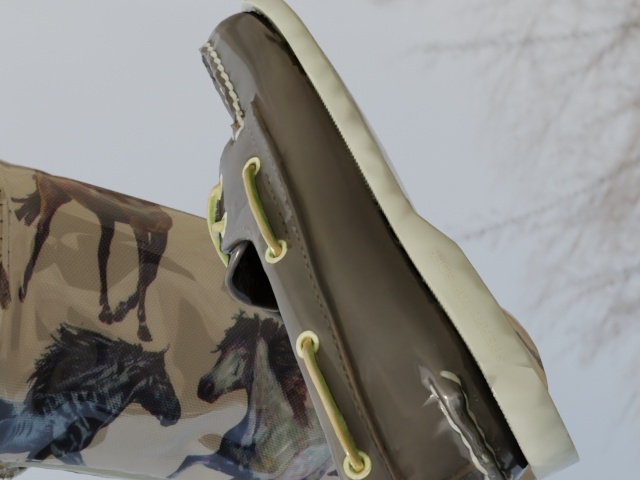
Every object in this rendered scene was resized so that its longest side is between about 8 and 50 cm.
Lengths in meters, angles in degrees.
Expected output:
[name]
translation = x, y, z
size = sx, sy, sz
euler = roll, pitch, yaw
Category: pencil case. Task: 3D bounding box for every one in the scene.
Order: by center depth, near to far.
[pencil case]
translation = -0.049, 0.085, 1.119
size = 0.410, 0.183, 0.160
euler = 16, -179, -30

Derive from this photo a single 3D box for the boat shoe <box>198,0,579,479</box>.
[boat shoe]
translation = 0.000, 0.000, 0.605
size = 0.228, 0.068, 0.081
euler = 58, 180, 44
